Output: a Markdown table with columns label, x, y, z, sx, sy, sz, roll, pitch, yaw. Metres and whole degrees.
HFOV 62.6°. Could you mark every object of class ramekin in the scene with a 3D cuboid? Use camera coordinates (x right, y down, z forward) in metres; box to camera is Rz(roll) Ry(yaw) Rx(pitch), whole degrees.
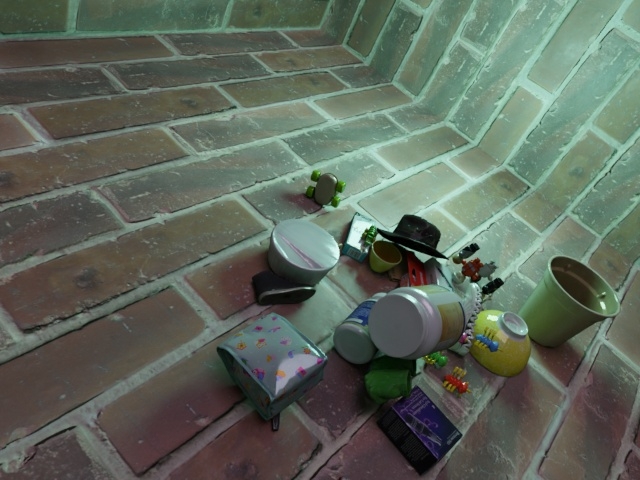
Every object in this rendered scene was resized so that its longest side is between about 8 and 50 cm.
| label | x | y | z | sx | sy | sz | roll | pitch | yaw |
| --- | --- | --- | --- | --- | --- | --- | --- | --- | --- |
| ramekin | -0.075 | 0.054 | 1.981 | 0.273 | 0.127 | 0.272 | 17 | 39 | -15 |

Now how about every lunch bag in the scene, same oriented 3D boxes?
| label | x | y | z | sx | sy | sz | roll | pitch | yaw |
| --- | --- | --- | --- | --- | --- | --- | --- | --- | --- |
| lunch bag | -0.148 | 0.349 | 1.541 | 0.223 | 0.160 | 0.262 | -30 | 57 | -33 |

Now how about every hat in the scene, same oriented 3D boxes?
| label | x | y | z | sx | sy | sz | roll | pitch | yaw |
| --- | --- | --- | --- | --- | --- | --- | --- | --- | --- |
| hat | 0.410 | -0.032 | 2.240 | 0.332 | 0.133 | 0.331 | 22 | -1 | 0 |

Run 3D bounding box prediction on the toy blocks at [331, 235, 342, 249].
| label | x | y | z | sx | sy | sz | roll | pitch | yaw |
| --- | --- | --- | --- | --- | --- | --- | --- | --- | --- |
| toy blocks | 0.000 | 0.000 | 2.147 | 0.148 | 0.054 | 0.123 | 43 | 41 | 19 |

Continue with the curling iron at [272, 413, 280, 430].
| label | x | y | z | sx | sy | sz | roll | pitch | yaw |
| --- | --- | --- | --- | --- | --- | --- | --- | --- | --- |
| curling iron | -0.119 | 0.442 | 1.586 | 0.068 | 0.035 | 0.274 | 19 | 38 | -11 |

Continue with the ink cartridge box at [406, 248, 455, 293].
| label | x | y | z | sx | sy | sz | roll | pitch | yaw |
| --- | --- | --- | --- | --- | --- | --- | --- | --- | --- |
| ink cartridge box | 0.462 | 0.172 | 2.167 | 0.239 | 0.060 | 0.275 | 38 | 32 | -26 |

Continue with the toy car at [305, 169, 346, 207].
| label | x | y | z | sx | sy | sz | roll | pitch | yaw |
| --- | --- | --- | --- | --- | --- | --- | --- | --- | --- |
| toy car | 0.047 | -0.250 | 2.404 | 0.155 | 0.148 | 0.188 | 24 | 25 | 12 |

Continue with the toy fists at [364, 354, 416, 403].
| label | x | y | z | sx | sy | sz | roll | pitch | yaw |
| --- | --- | --- | --- | --- | --- | --- | --- | --- | --- |
| toy fists | 0.226 | 0.439 | 1.693 | 0.142 | 0.096 | 0.279 | -5 | 9 | 18 |

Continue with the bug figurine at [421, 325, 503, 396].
| label | x | y | z | sx | sy | sz | roll | pitch | yaw |
| --- | --- | --- | --- | --- | --- | --- | --- | --- | --- |
| bug figurine | 0.507 | 0.413 | 1.905 | 0.216 | 0.072 | 0.279 | 35 | 74 | 30 |

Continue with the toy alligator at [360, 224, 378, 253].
| label | x | y | z | sx | sy | sz | roll | pitch | yaw |
| --- | --- | --- | --- | --- | --- | --- | --- | --- | --- |
| toy alligator | 0.204 | -0.014 | 2.189 | 0.056 | 0.051 | 0.189 | 28 | 38 | -1 |

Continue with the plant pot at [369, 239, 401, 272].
| label | x | y | z | sx | sy | sz | roll | pitch | yaw |
| --- | --- | --- | --- | --- | --- | --- | --- | --- | --- |
| plant pot | 0.255 | 0.079 | 2.178 | 0.134 | 0.095 | 0.134 | 17 | 39 | -14 |

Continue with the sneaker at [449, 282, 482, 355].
| label | x | y | z | sx | sy | sz | roll | pitch | yaw |
| --- | --- | --- | --- | --- | --- | --- | --- | --- | --- |
| sneaker | 0.547 | 0.292 | 2.037 | 0.119 | 0.110 | 0.292 | 17 | 69 | 8 |

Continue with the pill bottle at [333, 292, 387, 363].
| label | x | y | z | sx | sy | sz | roll | pitch | yaw |
| --- | --- | --- | --- | --- | --- | --- | --- | --- | --- |
| pill bottle | 0.169 | 0.297 | 1.831 | 0.153 | 0.153 | 0.265 | 38 | 39 | 12 |

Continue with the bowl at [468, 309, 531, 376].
| label | x | y | z | sx | sy | sz | roll | pitch | yaw |
| --- | --- | --- | --- | --- | --- | --- | --- | --- | --- |
| bowl | 0.726 | 0.374 | 2.082 | 0.290 | 0.156 | 0.289 | 17 | 40 | -15 |

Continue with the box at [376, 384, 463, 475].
| label | x | y | z | sx | sy | sz | roll | pitch | yaw |
| --- | --- | --- | --- | --- | --- | --- | --- | --- | --- |
| box | 0.306 | 0.583 | 1.626 | 0.207 | 0.108 | 0.153 | 45 | 40 | 21 |

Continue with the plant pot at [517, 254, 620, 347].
| label | x | y | z | sx | sy | sz | roll | pitch | yaw |
| --- | --- | --- | --- | --- | --- | --- | --- | --- | --- |
| plant pot | 1.023 | 0.285 | 2.242 | 0.334 | 0.305 | 0.333 | 17 | 39 | -14 |

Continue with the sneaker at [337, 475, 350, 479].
| label | x | y | z | sx | sy | sz | roll | pitch | yaw |
| --- | --- | --- | --- | --- | --- | --- | --- | --- | --- |
| sneaker | 0.047 | 0.725 | 1.324 | 0.145 | 0.090 | 0.270 | 33 | 35 | 8 |

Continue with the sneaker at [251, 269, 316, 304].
| label | x | y | z | sx | sy | sz | roll | pitch | yaw |
| --- | --- | --- | --- | --- | --- | --- | --- | --- | --- |
| sneaker | -0.128 | 0.156 | 1.868 | 0.222 | 0.083 | 0.118 | 0 | 46 | -30 |

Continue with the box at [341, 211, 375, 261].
| label | x | y | z | sx | sy | sz | roll | pitch | yaw |
| --- | --- | --- | --- | --- | --- | --- | --- | --- | --- |
| box | 0.165 | -0.019 | 2.262 | 0.101 | 0.060 | 0.244 | 26 | 38 | -4 |

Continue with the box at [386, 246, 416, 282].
| label | x | y | z | sx | sy | sz | roll | pitch | yaw |
| --- | --- | --- | --- | --- | --- | --- | --- | --- | --- |
| box | 0.355 | 0.108 | 2.267 | 0.165 | 0.021 | 0.201 | 12 | 40 | -20 |

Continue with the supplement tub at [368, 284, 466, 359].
| label | x | y | z | sx | sy | sz | roll | pitch | yaw |
| --- | --- | --- | --- | --- | --- | --- | --- | --- | --- |
| supplement tub | 0.317 | 0.262 | 1.714 | 0.316 | 0.228 | 0.228 | 3 | 42 | -53 |

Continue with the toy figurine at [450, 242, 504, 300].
| label | x | y | z | sx | sy | sz | roll | pitch | yaw |
| --- | --- | --- | --- | --- | --- | --- | --- | --- | --- |
| toy figurine | 0.677 | 0.139 | 2.306 | 0.213 | 0.148 | 0.209 | 38 | 29 | -17 |

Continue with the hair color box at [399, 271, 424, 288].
| label | x | y | z | sx | sy | sz | roll | pitch | yaw |
| --- | --- | --- | --- | --- | --- | --- | --- | --- | --- |
| hair color box | 0.364 | 0.215 | 2.108 | 0.093 | 0.053 | 0.167 | 39 | 36 | -16 |
